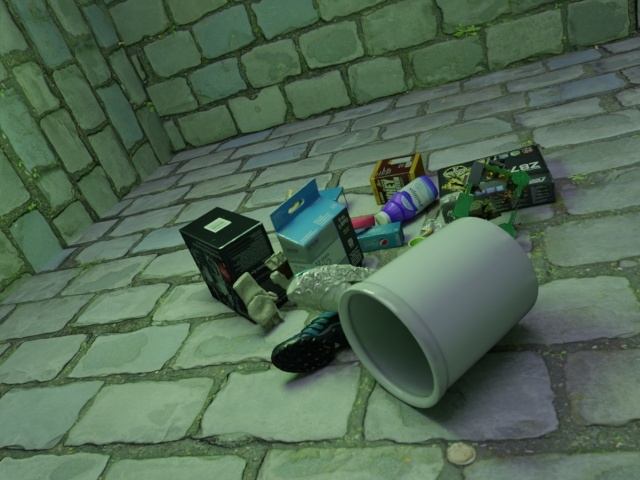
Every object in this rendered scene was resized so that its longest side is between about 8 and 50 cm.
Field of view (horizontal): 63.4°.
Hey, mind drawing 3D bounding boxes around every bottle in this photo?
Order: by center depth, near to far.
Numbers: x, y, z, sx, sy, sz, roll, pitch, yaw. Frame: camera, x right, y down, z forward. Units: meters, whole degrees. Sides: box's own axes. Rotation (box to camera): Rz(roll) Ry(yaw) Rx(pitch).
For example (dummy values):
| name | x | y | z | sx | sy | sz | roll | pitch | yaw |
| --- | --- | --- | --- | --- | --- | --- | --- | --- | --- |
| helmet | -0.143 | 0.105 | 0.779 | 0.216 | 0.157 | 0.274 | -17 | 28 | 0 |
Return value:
| name | x | y | z | sx | sy | sz | roll | pitch | yaw |
| --- | --- | --- | --- | --- | --- | --- | --- | --- | --- |
| bottle | 0.333 | -0.144 | 2.021 | 0.282 | 0.118 | 0.092 | -34 | -3 | -26 |

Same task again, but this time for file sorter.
| name | x | y | z | sx | sy | sz | roll | pitch | yaw |
| --- | --- | --- | --- | --- | --- | --- | --- | --- | --- |
| file sorter | 0.021 | -0.153 | 2.268 | 0.170 | 0.105 | 0.118 | -7 | 29 | 24 |

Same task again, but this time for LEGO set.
| name | x | y | z | sx | sy | sz | roll | pitch | yaw |
| --- | --- | --- | --- | --- | --- | --- | --- | --- | --- |
| LEGO set | 0.548 | -0.097 | 1.741 | 0.254 | 0.192 | 0.332 | 13 | 63 | 7 |

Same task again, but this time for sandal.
| name | x | y | z | sx | sy | sz | roll | pitch | yaw |
| --- | --- | --- | --- | --- | --- | --- | --- | --- | --- |
| sandal | -0.139 | -0.218 | 2.525 | 0.088 | 0.079 | 0.240 | -6 | 31 | 27 |

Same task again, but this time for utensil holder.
| name | x | y | z | sx | sy | sz | roll | pitch | yaw |
| --- | --- | --- | --- | --- | --- | --- | --- | --- | --- |
| utensil holder | 0.293 | 0.162 | 1.275 | 0.385 | 0.328 | 0.327 | -31 | 29 | -26 |

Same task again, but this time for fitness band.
| name | x | y | z | sx | sy | sz | roll | pitch | yaw |
| --- | --- | --- | --- | --- | --- | --- | --- | --- | --- |
| fitness band | 0.072 | -0.059 | 2.011 | 0.290 | 0.054 | 0.209 | -8 | 1 | 36 |

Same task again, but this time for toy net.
| name | x | y | z | sx | sy | sz | roll | pitch | yaw |
| --- | --- | --- | --- | --- | --- | --- | --- | --- | --- |
| toy net | 0.395 | -0.023 | 1.837 | 0.122 | 0.045 | 0.232 | -5 | 31 | 28 |

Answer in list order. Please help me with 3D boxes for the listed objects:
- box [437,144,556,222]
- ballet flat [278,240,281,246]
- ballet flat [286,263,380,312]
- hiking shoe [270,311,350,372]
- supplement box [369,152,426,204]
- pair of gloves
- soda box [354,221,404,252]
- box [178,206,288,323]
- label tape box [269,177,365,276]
| name | x | y | z | sx | sy | sz | roll | pitch | yaw |
| --- | --- | --- | --- | --- | --- | --- | --- | --- | --- |
| box | 0.649 | -0.216 | 1.963 | 0.394 | 0.097 | 0.318 | -12 | 32 | 19 |
| ballet flat | -0.115 | 0.014 | 2.084 | 0.091 | 0.077 | 0.241 | -29 | 29 | -18 |
| ballet flat | 0.105 | 0.147 | 1.482 | 0.408 | 0.147 | 0.147 | 0 | 13 | -35 |
| hiking shoe | -0.007 | 0.286 | 1.497 | 0.303 | 0.113 | 0.132 | -19 | 18 | -19 |
| supplement box | 0.336 | -0.264 | 2.230 | 0.194 | 0.129 | 0.191 | -7 | 30 | 24 |
| pair of gloves | -0.152 | 0.162 | 1.699 | 0.240 | 0.204 | 0.042 | -38 | 19 | -31 |
| soda box | 0.200 | -0.008 | 1.918 | 0.210 | 0.067 | 0.071 | -10 | 28 | 19 |
| box | -0.303 | 0.078 | 1.837 | 0.179 | 0.313 | 0.343 | -35 | 30 | -25 |
| label tape box | 0.000 | 0.000 | 1.732 | 0.115 | 0.348 | 0.249 | 5 | 37 | 40 |
